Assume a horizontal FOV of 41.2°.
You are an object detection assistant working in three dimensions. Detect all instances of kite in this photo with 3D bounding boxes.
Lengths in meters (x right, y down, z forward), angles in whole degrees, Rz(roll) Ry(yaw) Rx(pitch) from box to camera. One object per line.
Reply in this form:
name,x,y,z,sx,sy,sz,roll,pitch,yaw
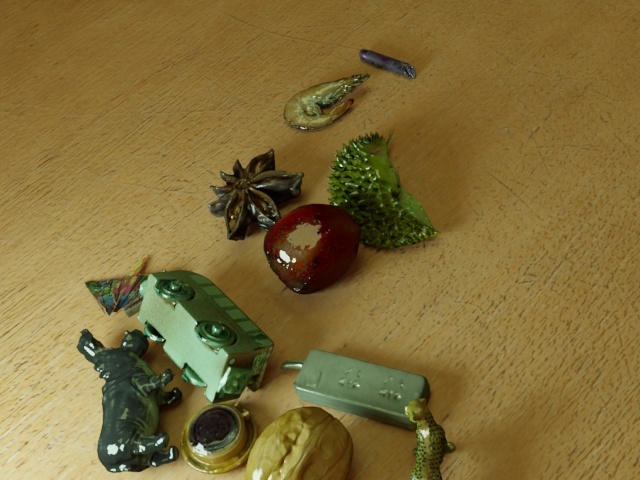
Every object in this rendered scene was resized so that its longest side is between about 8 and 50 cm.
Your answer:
kite,-0.425,0.097,1.828,0.241,0.014,0.183,-5,38,26

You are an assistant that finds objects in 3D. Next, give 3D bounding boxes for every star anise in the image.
star anise,-0.138,-0.094,1.890,0.220,0.099,0.214,-26,61,-14

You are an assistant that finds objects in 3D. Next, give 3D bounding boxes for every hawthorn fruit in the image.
hawthorn fruit,0.000,0.000,1.706,0.235,0.181,0.181,-32,49,-13

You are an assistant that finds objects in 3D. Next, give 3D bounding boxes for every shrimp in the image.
shrimp,0.021,-0.341,2.083,0.236,0.053,0.133,-24,45,-1

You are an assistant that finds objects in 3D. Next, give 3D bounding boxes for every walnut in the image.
walnut,-0.037,0.370,1.409,0.159,0.159,0.206,19,56,29

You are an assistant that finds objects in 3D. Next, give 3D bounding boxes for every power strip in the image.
power strip,0.051,0.262,1.544,0.288,0.053,0.093,11,54,23

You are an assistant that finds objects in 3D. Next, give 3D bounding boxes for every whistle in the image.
whistle,0.169,-0.448,2.147,0.176,0.033,0.033,29,63,34

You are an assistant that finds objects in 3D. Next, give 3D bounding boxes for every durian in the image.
durian,0.116,-0.109,1.840,0.170,0.157,0.355,7,42,-26

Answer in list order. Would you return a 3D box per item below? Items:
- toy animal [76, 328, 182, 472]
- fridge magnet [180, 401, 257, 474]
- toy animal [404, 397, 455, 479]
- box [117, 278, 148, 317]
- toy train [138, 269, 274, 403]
toy animal,-0.354,0.285,1.609,0.168,0.106,0.343,-21,45,-6
fridge magnet,-0.184,0.350,1.528,0.143,0.063,0.143,-6,49,7
toy animal,0.166,0.363,1.364,0.073,0.136,0.181,1,51,17
box,-0.386,0.121,1.815,0.083,0.024,0.053,-31,48,-14
toy train,-0.227,0.169,1.629,0.159,0.129,0.326,-1,30,-44
